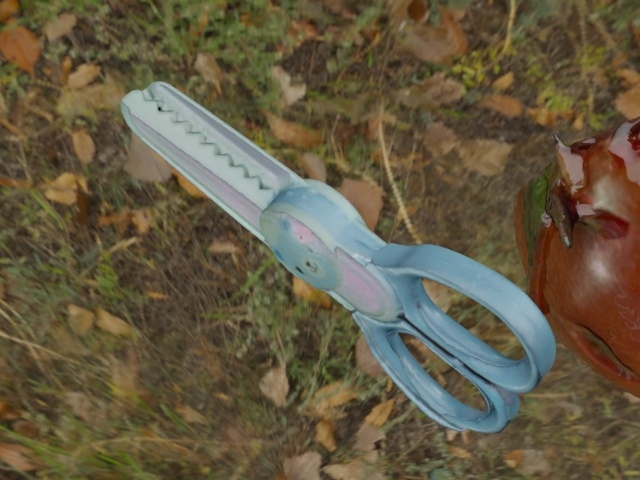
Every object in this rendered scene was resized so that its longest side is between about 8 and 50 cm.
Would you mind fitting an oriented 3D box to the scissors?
[{"bbox_3d":[0.000,0.000,0.555,0.256,0.125,0.030,38,61,14],"label":"scissors"}]

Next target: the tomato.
[{"bbox_3d":[0.267,0.023,0.686,0.309,0.309,0.170,-1,84,-2],"label":"tomato"}]
